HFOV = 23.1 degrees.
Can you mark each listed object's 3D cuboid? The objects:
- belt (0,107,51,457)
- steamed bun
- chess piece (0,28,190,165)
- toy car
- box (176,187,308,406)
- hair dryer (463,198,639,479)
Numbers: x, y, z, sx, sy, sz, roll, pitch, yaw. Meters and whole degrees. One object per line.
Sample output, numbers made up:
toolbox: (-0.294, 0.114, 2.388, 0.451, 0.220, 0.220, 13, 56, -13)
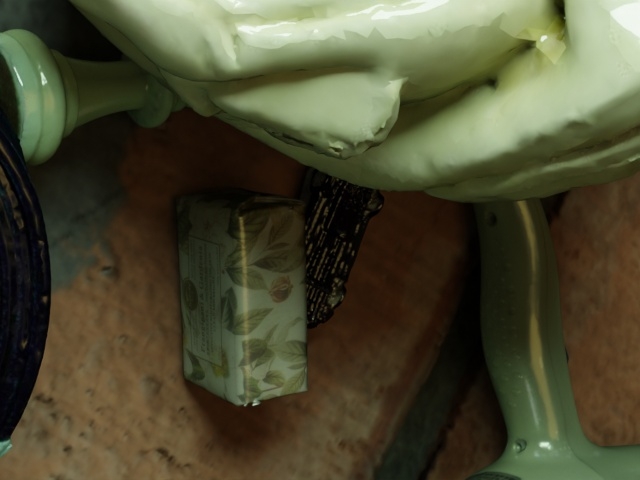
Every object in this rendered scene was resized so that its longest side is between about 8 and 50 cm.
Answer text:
belt: (-0.184, 0.019, 0.608, 0.151, 0.078, 0.198, 2, 109, -18)
steamed bun: (0.067, -0.180, 0.671, 0.394, 0.237, 0.346, -26, 82, -4)
chess piece: (-0.082, -0.069, 0.704, 0.149, 0.059, 0.059, -10, 104, -38)
toy car: (0.000, 0.000, 0.785, 0.041, 0.025, 0.093, 30, 78, -32)
box: (-0.037, 0.026, 0.743, 0.045, 0.062, 0.098, -10, 103, -34)
hair dryer: (0.170, 0.095, 0.887, 0.296, 0.119, 0.298, 17, 76, -41)
